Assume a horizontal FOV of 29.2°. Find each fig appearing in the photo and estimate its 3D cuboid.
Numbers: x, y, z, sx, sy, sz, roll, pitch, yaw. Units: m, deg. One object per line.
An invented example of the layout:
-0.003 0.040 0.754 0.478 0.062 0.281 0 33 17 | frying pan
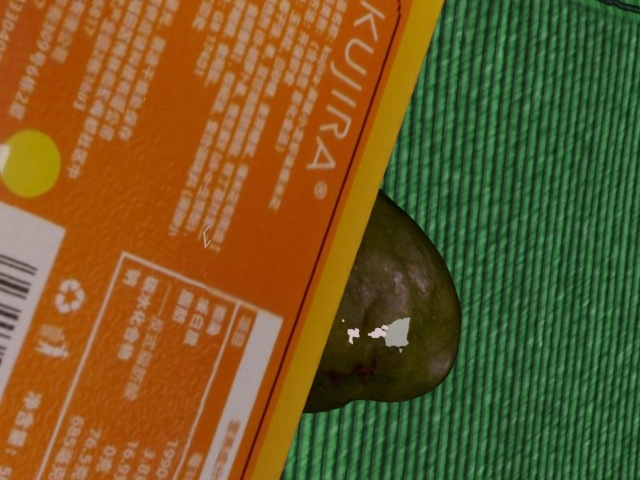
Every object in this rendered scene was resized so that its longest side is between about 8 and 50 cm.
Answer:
0.014 0.007 0.695 0.126 0.133 0.185 22 62 -32 | fig

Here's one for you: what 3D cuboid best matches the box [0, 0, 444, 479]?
-0.135 -0.016 0.471 0.214 0.259 0.283 27 79 -39 | box
